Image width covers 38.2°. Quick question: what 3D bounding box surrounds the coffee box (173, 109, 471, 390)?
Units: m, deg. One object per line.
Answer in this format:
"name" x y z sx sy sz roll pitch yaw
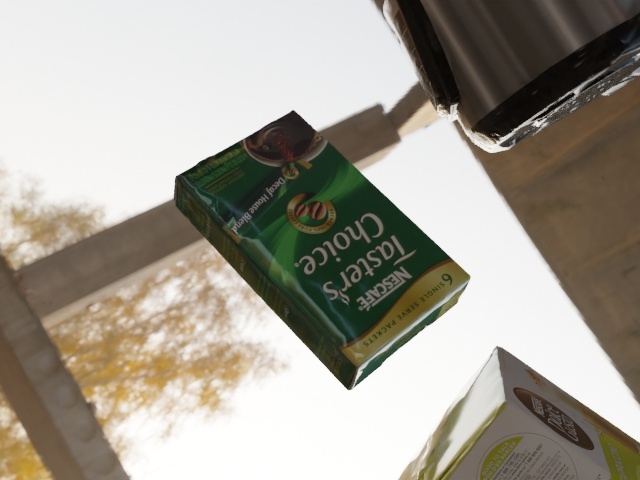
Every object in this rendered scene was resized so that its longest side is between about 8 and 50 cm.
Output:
"coffee box" 0.000 0.000 0.631 0.184 0.113 0.040 46 -30 19

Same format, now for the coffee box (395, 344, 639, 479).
"coffee box" 0.308 0.415 1.397 0.334 0.337 0.338 35 -79 4

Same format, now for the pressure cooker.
"pressure cooker" 0.278 -0.380 1.304 0.370 0.375 0.420 -35 -97 50
